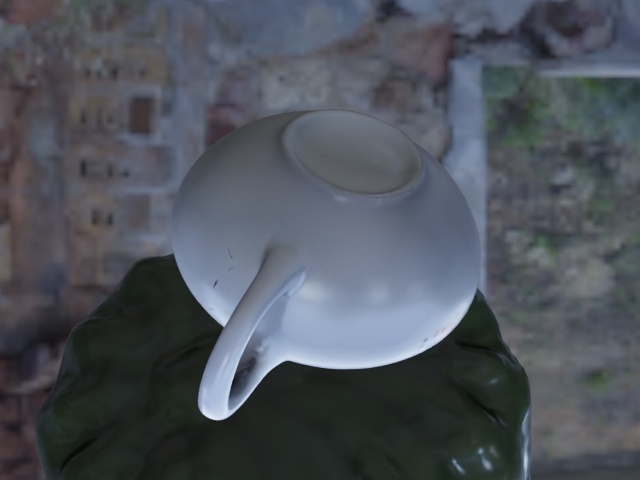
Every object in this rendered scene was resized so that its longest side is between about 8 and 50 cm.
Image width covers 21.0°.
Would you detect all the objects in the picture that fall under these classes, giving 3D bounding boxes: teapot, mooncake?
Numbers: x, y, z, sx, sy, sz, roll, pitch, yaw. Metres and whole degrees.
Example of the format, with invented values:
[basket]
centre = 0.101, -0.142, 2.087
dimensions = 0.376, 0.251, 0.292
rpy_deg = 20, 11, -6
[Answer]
[teapot]
centre = 0.000, 0.000, 0.789
dimensions = 0.145, 0.092, 0.226
rpy_deg = 24, -143, 14
[mooncake]
centre = -0.024, 0.148, 1.239
dimensions = 0.356, 0.356, 0.194
rpy_deg = -2, 138, 3
